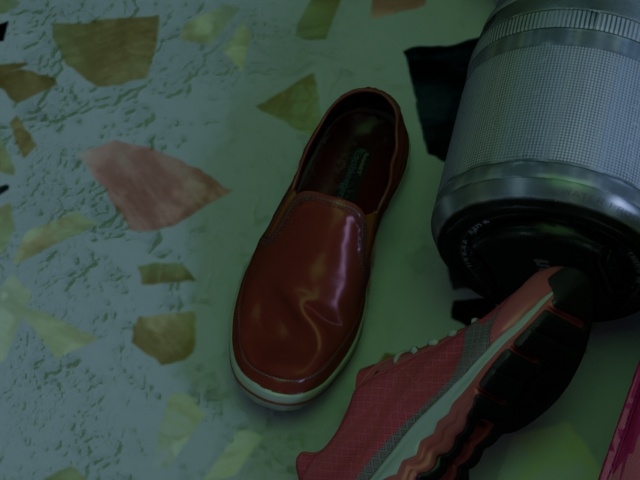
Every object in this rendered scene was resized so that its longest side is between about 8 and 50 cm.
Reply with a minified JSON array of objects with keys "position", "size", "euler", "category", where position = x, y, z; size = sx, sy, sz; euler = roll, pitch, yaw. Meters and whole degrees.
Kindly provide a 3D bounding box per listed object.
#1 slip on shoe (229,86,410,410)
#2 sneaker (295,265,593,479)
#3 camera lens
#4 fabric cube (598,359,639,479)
[{"position":[0.000,0.000,1.751],"size":[0.123,0.101,0.331],"euler":[17,63,10],"category":"slip on shoe"},{"position":[0.094,0.125,1.628],"size":[0.314,0.116,0.136],"euler":[-48,55,2],"category":"sneaker"},{"position":[0.225,-0.081,1.719],"size":[0.219,0.219,0.274],"euler":[10,60,9],"category":"camera lens"},{"position":[0.377,0.146,1.531],"size":[0.258,0.259,0.254],"euler":[19,77,13],"category":"fabric cube"}]
